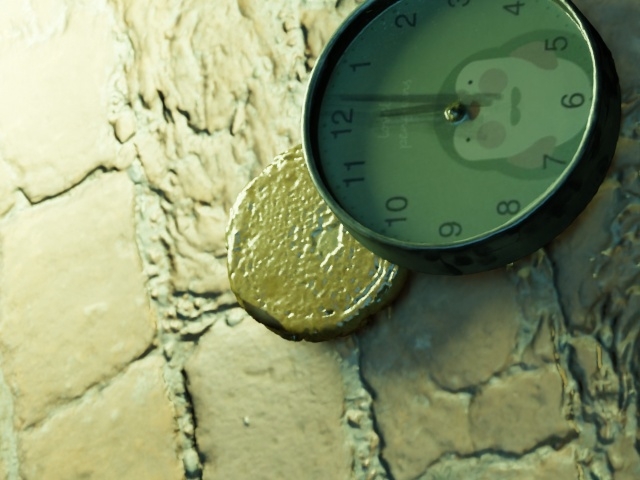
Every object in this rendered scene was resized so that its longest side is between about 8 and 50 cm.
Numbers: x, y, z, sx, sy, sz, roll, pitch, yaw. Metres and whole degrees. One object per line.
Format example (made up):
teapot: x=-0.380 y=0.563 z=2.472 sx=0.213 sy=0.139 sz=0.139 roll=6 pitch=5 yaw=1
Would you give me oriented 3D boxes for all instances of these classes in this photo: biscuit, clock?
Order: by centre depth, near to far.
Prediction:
clock: x=0.132 y=-0.124 z=1.861 sx=0.319 sy=0.066 sz=0.319 roll=-8 pitch=68 yaw=21
biscuit: x=0.000 y=0.000 z=1.944 sx=0.226 sy=0.042 sz=0.226 roll=-10 pitch=70 yaw=28
